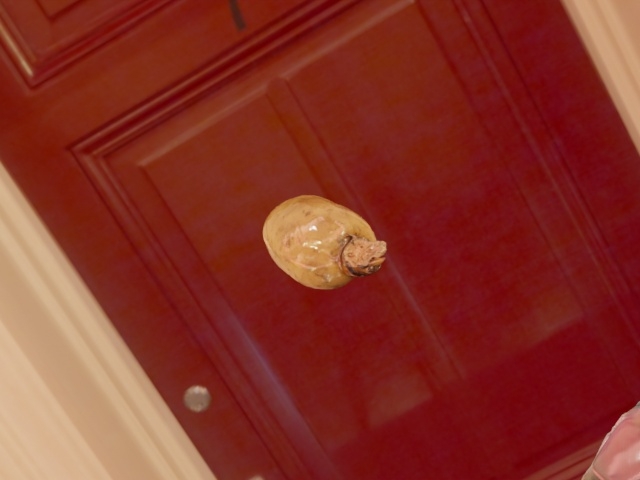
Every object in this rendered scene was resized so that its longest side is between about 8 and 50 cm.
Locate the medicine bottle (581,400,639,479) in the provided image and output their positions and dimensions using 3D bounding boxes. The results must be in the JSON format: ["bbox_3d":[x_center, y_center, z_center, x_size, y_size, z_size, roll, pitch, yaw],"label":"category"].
[{"bbox_3d":[0.206,0.156,0.462,0.119,0.094,0.188,25,10,28],"label":"medicine bottle"}]

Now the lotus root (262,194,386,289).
[{"bbox_3d":[0.000,0.000,0.641,0.072,0.063,0.152,-26,27,-27],"label":"lotus root"}]
